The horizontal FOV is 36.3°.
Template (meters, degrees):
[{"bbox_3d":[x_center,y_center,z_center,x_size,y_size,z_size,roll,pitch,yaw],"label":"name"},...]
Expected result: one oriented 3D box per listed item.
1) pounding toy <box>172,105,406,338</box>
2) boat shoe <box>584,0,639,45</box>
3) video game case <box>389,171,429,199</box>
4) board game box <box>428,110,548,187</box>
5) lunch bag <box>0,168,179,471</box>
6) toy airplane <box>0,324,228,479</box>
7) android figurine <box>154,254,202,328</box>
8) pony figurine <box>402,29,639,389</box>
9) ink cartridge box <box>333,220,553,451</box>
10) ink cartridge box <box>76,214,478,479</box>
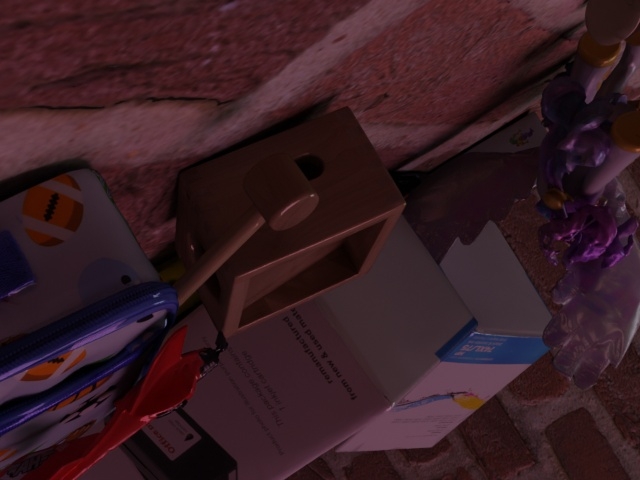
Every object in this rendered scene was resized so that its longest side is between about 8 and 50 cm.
[{"bbox_3d":[-0.046,-0.019,0.640,0.181,0.094,0.206,-24,162,-19],"label":"pounding toy"},{"bbox_3d":[0.264,-0.207,0.801,0.043,0.049,0.137,-31,169,-21],"label":"boat shoe"},{"bbox_3d":[0.000,0.000,1.219,0.275,0.035,0.248,-34,173,18],"label":"video game case"},{"bbox_3d":[0.199,-0.057,1.432,0.303,0.097,0.224,-31,173,7],"label":"board game box"},{"bbox_3d":[-0.226,0.087,0.501,0.303,0.115,0.243,-29,171,-25],"label":"lunch bag"},{"bbox_3d":[-0.108,0.097,0.534,0.151,0.028,0.151,-37,171,-7],"label":"toy airplane"},{"bbox_3d":[-0.165,0.073,0.929,0.273,0.056,0.248,-31,174,-19],"label":"android figurine"},{"bbox_3d":[0.281,-0.067,1.062,0.351,0.303,0.363,-46,163,-23],"label":"pony figurine"},{"bbox_3d":[0.127,0.123,1.280,0.197,0.198,0.270,7,135,-43],"label":"ink cartridge box"},{"bbox_3d":[-0.075,0.151,0.957,0.395,0.166,0.285,-37,174,25],"label":"ink cartridge box"}]
